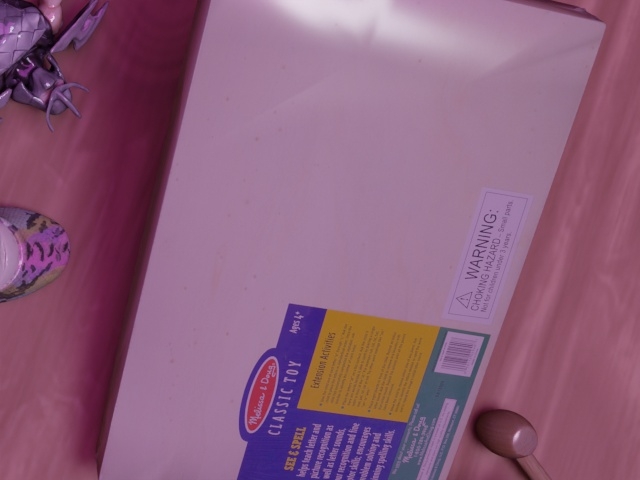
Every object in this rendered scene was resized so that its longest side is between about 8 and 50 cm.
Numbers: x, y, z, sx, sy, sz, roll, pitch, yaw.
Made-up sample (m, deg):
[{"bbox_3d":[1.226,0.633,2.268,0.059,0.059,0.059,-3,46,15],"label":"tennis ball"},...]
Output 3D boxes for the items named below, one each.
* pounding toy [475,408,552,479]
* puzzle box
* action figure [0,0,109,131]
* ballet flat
[{"bbox_3d":[0.175,0.267,1.012,0.154,0.154,0.270,-4,87,-15],"label":"pounding toy"},{"bbox_3d":[0.009,0.005,0.939,0.272,0.052,0.409,10,112,-18],"label":"puzzle box"},{"bbox_3d":[-0.277,-0.190,0.960,0.285,0.099,0.185,47,67,-11],"label":"action figure"},{"bbox_3d":[-0.290,0.009,0.949,0.221,0.079,0.077,2,84,-15],"label":"ballet flat"}]
